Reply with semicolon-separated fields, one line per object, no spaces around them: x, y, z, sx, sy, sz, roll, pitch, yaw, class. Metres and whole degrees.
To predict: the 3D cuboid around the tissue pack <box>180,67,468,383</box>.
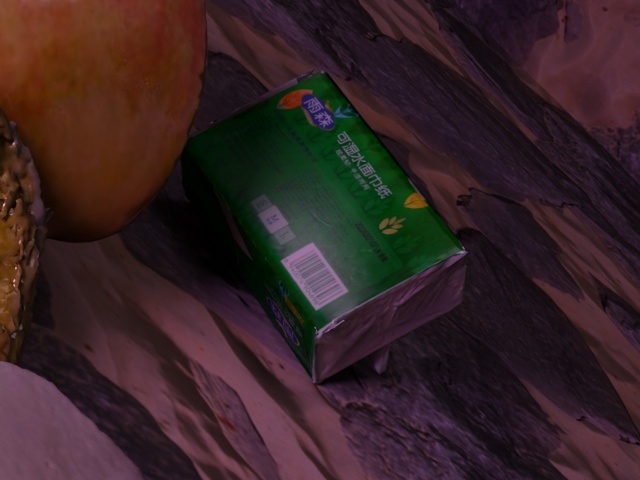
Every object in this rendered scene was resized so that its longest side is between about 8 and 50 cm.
0.001;-0.001;1.328;0.209;0.148;0.156;53;-17;25;tissue pack

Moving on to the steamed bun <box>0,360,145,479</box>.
-0.160;0.149;0.793;0.183;0.106;0.183;41;21;-19;steamed bun

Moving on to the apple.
-0.237;-0.147;1.067;0.314;0.252;0.309;-13;48;-29;apple

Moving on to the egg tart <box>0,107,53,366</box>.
-0.240;0.001;0.874;0.252;0.098;0.231;1;86;-66;egg tart
